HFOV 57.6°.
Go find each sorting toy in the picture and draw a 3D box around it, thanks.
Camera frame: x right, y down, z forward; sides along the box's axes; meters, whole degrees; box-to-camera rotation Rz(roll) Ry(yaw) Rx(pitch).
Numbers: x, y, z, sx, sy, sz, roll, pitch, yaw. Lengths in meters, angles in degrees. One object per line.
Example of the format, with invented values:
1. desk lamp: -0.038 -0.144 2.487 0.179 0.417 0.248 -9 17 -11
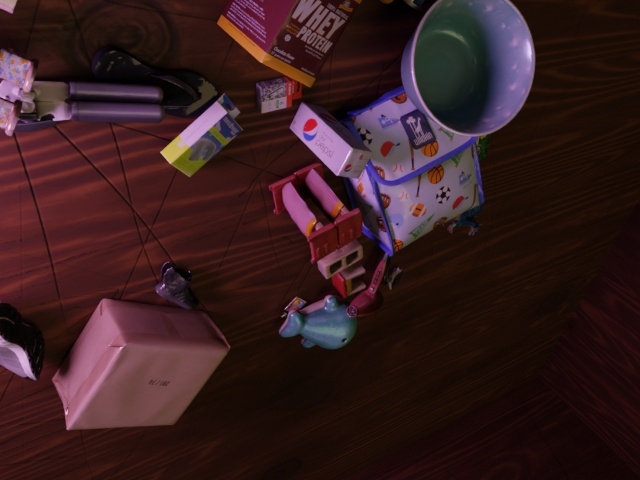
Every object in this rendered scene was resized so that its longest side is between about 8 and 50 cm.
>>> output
1. sorting toy: -0.086 0.215 1.827 0.083 0.012 0.062 -47 142 8

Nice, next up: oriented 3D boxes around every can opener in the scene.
1. can opener: -0.424 -0.243 1.038 0.280 0.074 0.093 -5 170 -20

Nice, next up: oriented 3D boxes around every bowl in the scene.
1. bowl: 0.307 -0.392 1.320 0.311 0.163 0.312 -3 99 -20

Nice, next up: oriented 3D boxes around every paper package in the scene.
1. paper package: -0.460 0.326 1.501 0.325 0.168 0.309 17 115 -48

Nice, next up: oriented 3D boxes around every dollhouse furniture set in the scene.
1. dollhouse furniture set: -0.515 -0.282 0.825 0.212 0.161 0.242 20 106 -31
2. dollhouse furniture set: 0.000 0.000 1.552 0.152 0.201 0.374 -29 147 -14

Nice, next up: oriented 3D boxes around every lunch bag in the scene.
1. lunch bag: 0.232 -0.207 1.516 0.328 0.239 0.385 -28 125 -15

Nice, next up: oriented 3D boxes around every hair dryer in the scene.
1. hair dryer: 0.169 0.138 1.882 0.293 0.080 0.224 -54 147 -28

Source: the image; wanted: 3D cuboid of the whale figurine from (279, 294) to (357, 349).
1. whale figurine: 0.004 0.275 1.854 0.272 0.141 0.216 4 124 -44

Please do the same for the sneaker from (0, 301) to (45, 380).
1. sneaker: -0.694 0.227 1.284 0.108 0.100 0.271 -8 140 -1

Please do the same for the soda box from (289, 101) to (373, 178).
1. soda box: 0.020 -0.229 1.318 0.069 0.216 0.074 3 126 -43

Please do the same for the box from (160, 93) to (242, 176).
1. box: -0.240 -0.218 1.225 0.178 0.042 0.109 -42 167 1

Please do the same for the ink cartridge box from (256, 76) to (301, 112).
1. ink cartridge box: -0.085 -0.326 1.287 0.115 0.029 0.063 -19 137 -25

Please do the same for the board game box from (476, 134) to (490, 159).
1. board game box: 0.455 -0.335 1.730 0.136 0.030 0.260 -27 140 -20

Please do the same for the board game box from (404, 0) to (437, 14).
1. board game box: 0.301 -0.616 1.215 0.305 0.053 0.193 -48 165 25

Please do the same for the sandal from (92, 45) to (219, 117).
1. sandal: -0.308 -0.289 1.117 0.254 0.054 0.097 6 123 -43

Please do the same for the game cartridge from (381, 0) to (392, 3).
1. game cartridge: 0.172 -0.682 1.137 0.285 0.053 0.324 -42 144 2

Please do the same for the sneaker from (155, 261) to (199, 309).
1. sneaker: -0.350 0.116 1.479 0.089 0.051 0.170 -43 139 11

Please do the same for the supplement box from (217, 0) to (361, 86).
1. supplement box: -0.058 -0.429 1.078 0.129 0.191 0.194 13 117 -46

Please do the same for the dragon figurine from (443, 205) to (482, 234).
1. dragon figurine: 0.471 -0.115 1.911 0.144 0.085 0.289 -28 141 -15
